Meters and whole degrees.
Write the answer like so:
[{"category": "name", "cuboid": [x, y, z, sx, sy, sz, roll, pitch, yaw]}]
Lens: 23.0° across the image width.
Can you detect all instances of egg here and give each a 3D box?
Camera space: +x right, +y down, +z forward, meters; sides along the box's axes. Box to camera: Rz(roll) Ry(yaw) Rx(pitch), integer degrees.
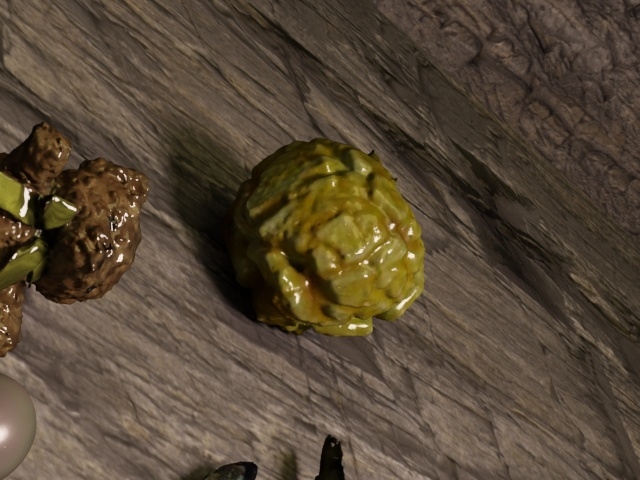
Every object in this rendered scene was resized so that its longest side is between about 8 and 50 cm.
[{"category": "egg", "cuboid": [-0.309, 0.169, 1.398, 0.103, 0.103, 0.135, 55, 24, -1]}]

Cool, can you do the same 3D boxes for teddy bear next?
[{"category": "teddy bear", "cuboid": [-0.297, 0.004, 1.523, 0.223, 0.246, 0.296, 13, 9, -2]}]

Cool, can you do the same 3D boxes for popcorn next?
[{"category": "popcorn", "cuboid": [0.004, -0.008, 2.111, 0.282, 0.247, 0.282, -24, 90, -83]}]

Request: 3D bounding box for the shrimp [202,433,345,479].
[{"category": "shrimp", "cuboid": [-0.046, 0.339, 1.745, 0.272, 0.085, 0.445, 44, 28, -12]}]
